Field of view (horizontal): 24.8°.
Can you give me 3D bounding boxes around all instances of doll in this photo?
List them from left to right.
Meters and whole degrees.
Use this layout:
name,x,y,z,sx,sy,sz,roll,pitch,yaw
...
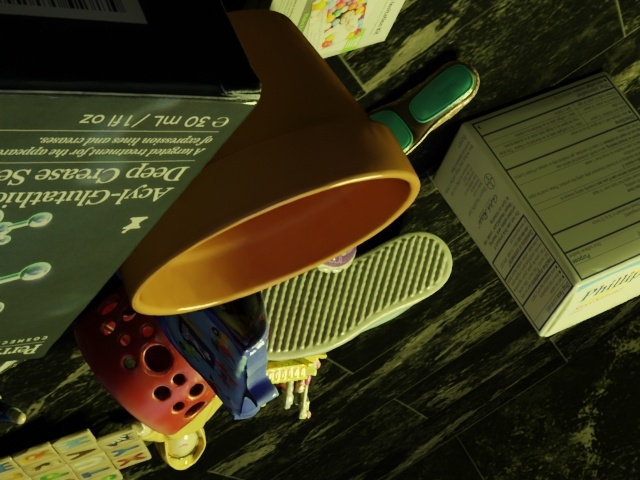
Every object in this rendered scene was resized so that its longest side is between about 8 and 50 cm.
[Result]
name,x,y,z,sx,sy,sz,roll,pitch,yaw
doll,-0.429,0.208,1.803,0.129,0.046,0.189,8,175,0

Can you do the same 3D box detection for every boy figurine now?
name,x,y,z,sx,sy,sz,roll,pitch,yaw
boy figurine,-0.217,0.266,2.235,0.177,0.092,0.285,-23,155,-28

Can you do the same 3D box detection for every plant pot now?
name,x,y,z,sx,sy,sz,roll,pitch,yaw
plant pot,-0.183,0.120,1.821,0.174,0.191,0.191,-41,159,5
plant pot,-0.080,-0.080,1.369,0.291,0.203,0.291,-23,167,-6

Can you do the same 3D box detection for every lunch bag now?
name,x,y,z,sx,sy,sz,roll,pitch,yaw
lunch bag,-0.123,0.055,1.600,0.138,0.293,0.221,-25,158,-18

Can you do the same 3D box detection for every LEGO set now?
name,x,y,z,sx,sy,sz,roll,pitch,yaw
LEGO set,-0.067,0.210,2.117,0.287,0.132,0.107,-37,136,-71

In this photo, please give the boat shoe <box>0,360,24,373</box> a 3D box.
name,x,y,z,sx,sy,sz,roll,pitch,yaw
boat shoe,-0.393,0.143,1.768,0.142,0.049,0.040,-27,159,-18

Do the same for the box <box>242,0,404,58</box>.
name,x,y,z,sx,sy,sz,roll,pitch,yaw
box,0.005,-0.239,1.481,0.186,0.038,0.145,-21,157,-30

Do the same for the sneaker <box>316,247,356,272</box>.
name,x,y,z,sx,sy,sz,roll,pitch,yaw
sneaker,0.000,0.000,1.975,0.170,0.068,0.071,0,137,-53

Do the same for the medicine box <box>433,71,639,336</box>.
name,x,y,z,sx,sy,sz,roll,pitch,yaw
medicine box,0.352,-0.055,2.023,0.263,0.289,0.149,-21,157,-26

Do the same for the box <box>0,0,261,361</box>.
name,x,y,z,sx,sy,sz,roll,pitch,yaw
box,-0.291,-0.077,1.116,0.294,0.212,0.395,-4,150,-41

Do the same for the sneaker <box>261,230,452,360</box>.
name,x,y,z,sx,sy,sz,roll,pitch,yaw
sneaker,0.015,0.099,2.128,0.366,0.135,0.150,-16,167,-19

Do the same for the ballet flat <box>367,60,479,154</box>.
name,x,y,z,sx,sy,sz,roll,pitch,yaw
ballet flat,0.110,-0.147,1.798,0.206,0.073,0.067,-31,174,8

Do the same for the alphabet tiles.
name,x,y,z,sx,sy,sz,roll,pitch,yaw
alphabet tiles,-0.428,0.358,2.168,0.343,0.011,0.285,-18,158,-5
